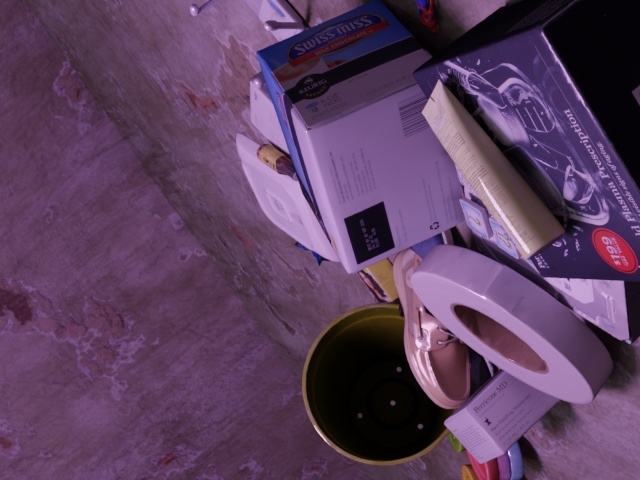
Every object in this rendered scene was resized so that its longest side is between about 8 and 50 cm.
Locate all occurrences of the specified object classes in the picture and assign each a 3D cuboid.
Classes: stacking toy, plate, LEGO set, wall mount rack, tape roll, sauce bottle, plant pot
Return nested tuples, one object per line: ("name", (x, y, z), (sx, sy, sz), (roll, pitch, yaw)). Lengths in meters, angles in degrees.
("stacking toy", (0.409, 0.486, 2.495), (0.309, 0.131, 0.279), (92, 163, -60))
("plate", (-0.081, -0.089, 2.321), (0.278, 0.045, 0.277), (35, 157, 41))
("LEGO set", (0.261, -0.044, 1.579), (0.182, 0.060, 0.244), (37, 163, 38))
("wall mount rack", (-0.134, -0.435, 1.902), (0.350, 0.130, 0.304), (49, 163, 6))
("tape roll", (0.334, 0.150, 1.827), (0.392, 0.072, 0.392), (36, 168, 9))
("sauce bottle", (-0.085, -0.163, 2.170), (0.128, 0.042, 0.042), (37, 158, 43))
("plant pot", (0.161, 0.366, 2.463), (0.366, 0.366, 0.353), (46, 174, 17))

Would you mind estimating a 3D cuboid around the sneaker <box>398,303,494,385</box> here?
("sneaker", (0.261, 0.219, 2.215), (0.283, 0.124, 0.107), (57, 163, -16))

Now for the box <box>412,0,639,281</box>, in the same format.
("box", (0.329, -0.133, 1.254), (0.343, 0.179, 0.312), (56, 164, -11))

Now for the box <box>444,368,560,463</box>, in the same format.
("box", (0.370, 0.344, 2.092), (0.119, 0.181, 0.182), (48, 163, 9))

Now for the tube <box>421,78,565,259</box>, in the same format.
("tube", (0.207, -0.088, 1.268), (0.070, 0.062, 0.240), (-44, 76, 30))

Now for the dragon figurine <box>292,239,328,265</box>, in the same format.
("dragon figurine", (0.000, 0.000, 2.505), (0.144, 0.085, 0.289), (38, 157, 39))

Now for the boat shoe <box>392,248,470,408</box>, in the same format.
("boat shoe", (0.235, 0.169, 2.059), (0.110, 0.122, 0.341), (-28, 77, 61))

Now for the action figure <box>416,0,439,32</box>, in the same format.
("action figure", (0.151, -0.354, 1.516), (0.038, 0.030, 0.115), (40, 165, 50))

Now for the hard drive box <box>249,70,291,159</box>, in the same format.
("hard drive box", (-0.042, -0.235, 2.134), (0.232, 0.089, 0.181), (47, 163, 14))

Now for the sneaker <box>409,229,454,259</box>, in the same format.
("sneaker", (0.106, -0.068, 1.963), (0.350, 0.148, 0.131), (51, 149, 1))

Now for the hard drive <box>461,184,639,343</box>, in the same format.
("hard drive", (0.364, -0.002, 1.621), (0.339, 0.064, 0.236), (35, 157, 41))

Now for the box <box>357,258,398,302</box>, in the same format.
("box", (0.103, 0.036, 2.363), (0.232, 0.058, 0.087), (54, 162, -5))

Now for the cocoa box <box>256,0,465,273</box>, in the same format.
("cocoa box", (0.071, -0.166, 1.676), (0.347, 0.232, 0.228), (72, 171, -48))
